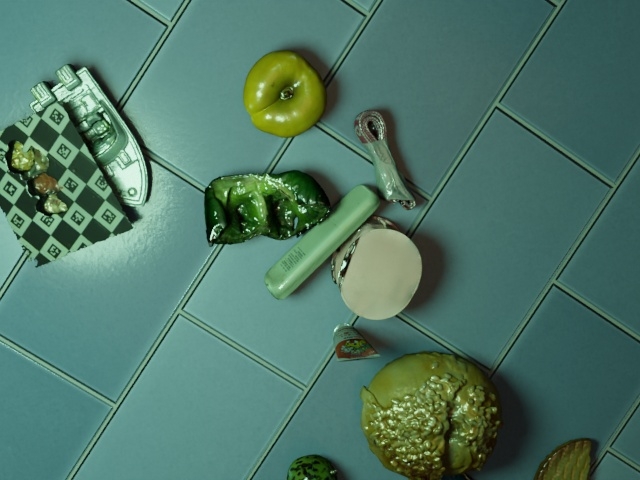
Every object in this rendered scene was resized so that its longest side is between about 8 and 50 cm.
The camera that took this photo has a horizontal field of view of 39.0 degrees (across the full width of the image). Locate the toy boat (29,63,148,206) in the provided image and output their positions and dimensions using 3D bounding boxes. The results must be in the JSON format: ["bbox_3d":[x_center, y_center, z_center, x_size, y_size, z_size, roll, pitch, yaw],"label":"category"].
[{"bbox_3d":[-0.454,-0.201,1.847,0.141,0.092,0.320,-34,100,4],"label":"toy boat"}]

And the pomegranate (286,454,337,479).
[{"bbox_3d":[-0.029,0.536,1.975,0.122,0.122,0.161,42,119,-9],"label":"pomegranate"}]

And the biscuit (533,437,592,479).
[{"bbox_3d":[0.572,0.561,2.072,0.176,0.031,0.229,33,91,-9],"label":"biscuit"}]

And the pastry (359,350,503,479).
[{"bbox_3d":[0.243,0.384,1.940,0.315,0.184,0.285,3,96,-6],"label":"pastry"}]

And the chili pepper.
[{"bbox_3d":[-0.114,-0.072,1.898,0.264,0.116,0.148,-9,86,-5],"label":"chili pepper"}]

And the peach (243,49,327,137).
[{"bbox_3d":[-0.076,-0.301,1.868,0.179,0.103,0.179,0,98,-3],"label":"peach"}]

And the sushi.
[{"bbox_3d":[-0.546,-0.113,1.856,0.264,0.050,0.290,-21,103,20],"label":"sushi"}]

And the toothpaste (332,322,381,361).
[{"bbox_3d":[0.064,0.221,1.877,0.089,0.234,0.057,-6,98,-5],"label":"toothpaste"}]

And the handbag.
[{"bbox_3d":[0.116,0.057,1.923,0.179,0.116,0.205,21,95,-7],"label":"handbag"}]

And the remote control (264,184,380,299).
[{"bbox_3d":[0.000,0.000,1.920,0.309,0.090,0.038,-45,128,0],"label":"remote control"}]

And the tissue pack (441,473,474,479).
[{"bbox_3d":[0.277,0.571,2.046,0.085,0.028,0.138,43,88,-8],"label":"tissue pack"}]

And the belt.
[{"bbox_3d":[0.135,-0.168,1.930,0.071,0.053,0.232,-26,99,-10],"label":"belt"}]
